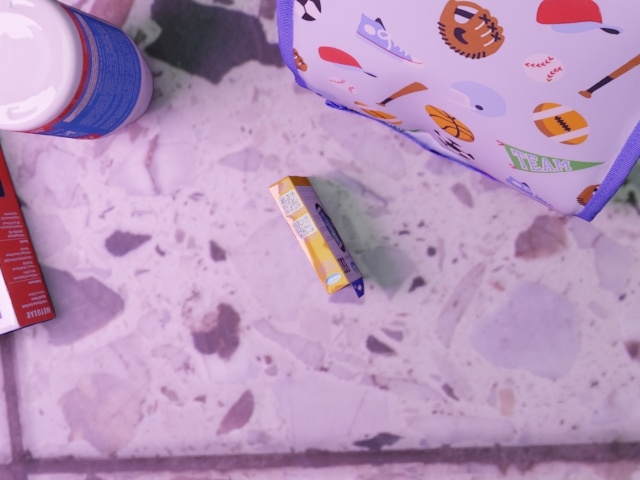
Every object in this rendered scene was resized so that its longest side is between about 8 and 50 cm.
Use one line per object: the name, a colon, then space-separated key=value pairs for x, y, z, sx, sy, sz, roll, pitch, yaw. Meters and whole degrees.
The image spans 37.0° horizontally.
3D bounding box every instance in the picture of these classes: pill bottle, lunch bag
pill bottle: x=-0.241 y=-0.159 z=0.916 sx=0.124 sy=0.221 sz=0.124 roll=1 pitch=93 yaw=12
lunch bag: x=0.145 y=-0.200 z=0.787 sx=0.328 sy=0.385 sz=0.239 roll=26 pitch=60 yaw=10

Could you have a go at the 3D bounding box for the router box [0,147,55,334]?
router box: x=-0.495 y=-0.004 z=1.047 sx=0.335 sy=0.082 sz=0.301 roll=-19 pitch=89 yaw=12

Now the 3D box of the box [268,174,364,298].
box: x=0.000 y=0.000 z=0.946 sx=0.028 sy=0.081 sz=0.136 roll=-28 pitch=87 yaw=11
